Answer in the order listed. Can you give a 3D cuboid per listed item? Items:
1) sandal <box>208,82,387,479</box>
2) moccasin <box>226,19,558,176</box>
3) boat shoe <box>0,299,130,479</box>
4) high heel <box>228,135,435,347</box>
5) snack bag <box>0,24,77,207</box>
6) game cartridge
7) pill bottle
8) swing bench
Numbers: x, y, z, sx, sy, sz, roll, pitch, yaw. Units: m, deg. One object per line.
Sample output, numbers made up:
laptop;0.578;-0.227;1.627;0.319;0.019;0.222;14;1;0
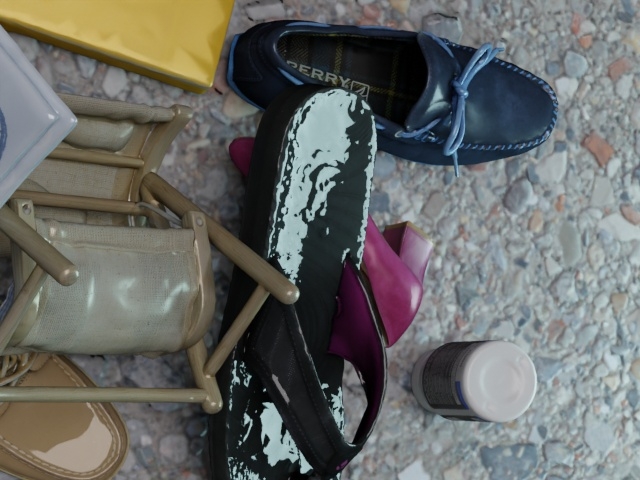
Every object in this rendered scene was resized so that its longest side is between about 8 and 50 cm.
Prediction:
sandal;-0.007;0.085;1.670;0.167;0.107;0.445;-10;109;-46
moccasin;0.082;-0.137;1.788;0.342;0.117;0.137;4;84;-21
boat shoe;-0.306;0.108;1.619;0.341;0.110;0.121;37;74;-14
high heel;0.000;0.000;1.765;0.244;0.082;0.117;35;63;-28
snack bag;-0.391;-0.101;1.489;0.323;0.342;0.037;48;27;9
game cartridge;-0.219;-0.318;1.729;0.324;0.053;0.285;18;79;-17
pill bottle;0.143;0.134;1.777;0.078;0.137;0.078;2;86;-21
swing bench;-0.199;0.004;1.586;0.253;0.165;0.254;6;40;-43
